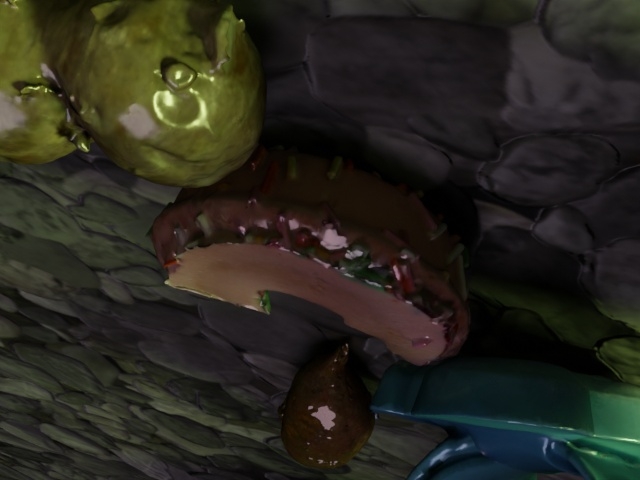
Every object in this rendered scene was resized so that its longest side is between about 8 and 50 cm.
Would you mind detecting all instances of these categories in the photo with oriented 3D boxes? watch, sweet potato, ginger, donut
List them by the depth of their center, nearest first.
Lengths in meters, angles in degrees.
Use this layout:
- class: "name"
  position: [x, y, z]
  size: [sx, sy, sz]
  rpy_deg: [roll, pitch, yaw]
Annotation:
- class: "ginger"
  position: [-0.121, -0.069, 0.473]
  size: [0.204, 0.080, 0.104]
  rpy_deg: [11, 160, 15]
- class: "donut"
  position: [0.000, 0.000, 0.543]
  size: [0.166, 0.065, 0.117]
  rpy_deg: [18, 157, 0]
- class: "watch"
  position: [0.115, 0.169, 0.623]
  size: [0.211, 0.193, 0.211]
  rpy_deg: [10, 166, 2]
- class: "sweet potato"
  position: [0.002, 0.135, 0.813]
  size: [0.068, 0.068, 0.226]
  rpy_deg: [17, 155, 5]
